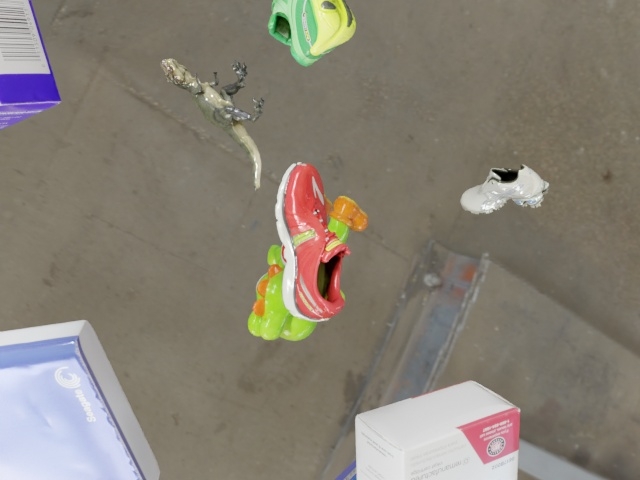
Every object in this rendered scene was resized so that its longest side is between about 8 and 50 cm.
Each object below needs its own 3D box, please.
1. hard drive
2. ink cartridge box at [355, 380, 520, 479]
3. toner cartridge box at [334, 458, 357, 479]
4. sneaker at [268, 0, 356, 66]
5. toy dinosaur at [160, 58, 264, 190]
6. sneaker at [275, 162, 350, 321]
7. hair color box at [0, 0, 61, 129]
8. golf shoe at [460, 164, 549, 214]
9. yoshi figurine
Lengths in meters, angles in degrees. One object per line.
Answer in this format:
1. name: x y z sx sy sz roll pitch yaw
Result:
1. hard drive: -0.345 0.188 0.859 0.319 0.040 0.210 -9 123 10
2. ink cartridge box: 0.178 0.394 1.319 0.226 0.131 0.306 -13 108 -29
3. toner cartridge box: 0.166 0.576 1.649 0.075 0.165 0.348 -43 85 -1
4. sneaker: -0.040 -0.374 1.343 0.123 0.295 0.109 -41 128 20
5. toy dinosaur: -0.152 -0.224 1.464 0.268 0.118 0.064 51 33 2
6. sneaker: 0.000 0.000 1.503 0.107 0.118 0.279 -5 89 -46
7. hair color box: -0.503 -0.209 1.092 0.110 0.339 0.185 -19 93 -59
8. golf shoe: 0.310 -0.099 1.525 0.086 0.176 0.069 47 54 -29
9. yoshi figurine: -0.035 0.075 1.960 0.203 0.203 0.362 33 75 -13
